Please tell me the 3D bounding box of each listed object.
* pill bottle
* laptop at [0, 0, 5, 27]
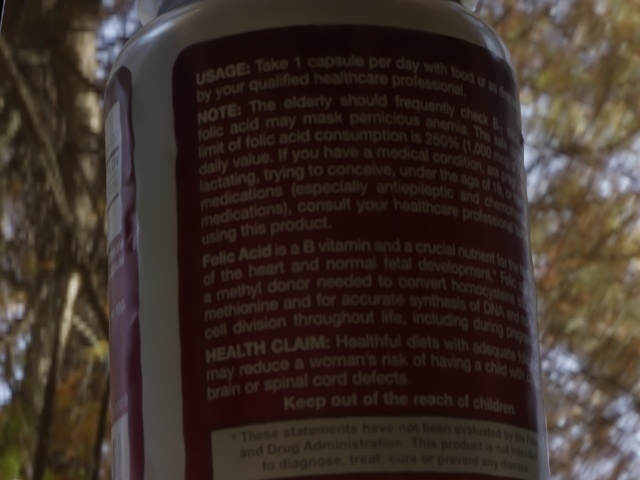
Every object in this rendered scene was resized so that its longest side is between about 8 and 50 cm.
[{"bbox_3d":[0.000,0.000,1.025,0.224,0.224,0.392,0,-107,-8],"label":"pill bottle"},{"bbox_3d":[-0.351,0.034,0.877,0.236,0.382,0.408,31,-148,-25],"label":"laptop"}]
